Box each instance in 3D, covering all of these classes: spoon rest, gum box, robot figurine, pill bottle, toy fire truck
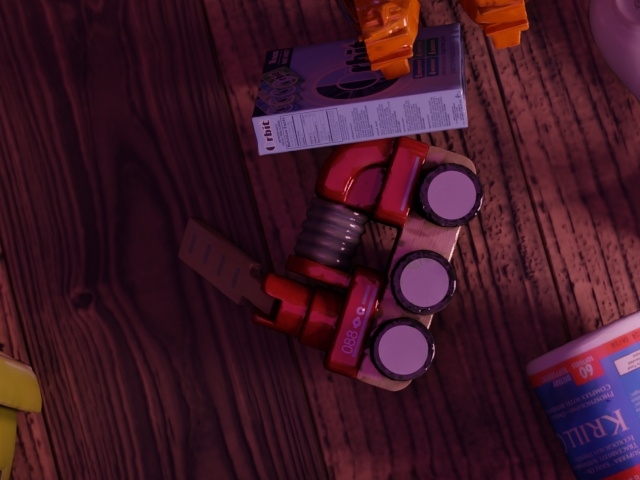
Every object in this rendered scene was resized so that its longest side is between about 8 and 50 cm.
[{"bbox_3d":[0.314,-0.149,1.501,0.137,0.084,0.276,-14,65,22],"label":"spoon rest"},{"bbox_3d":[0.038,-0.137,1.514,0.184,0.157,0.041,-7,118,7],"label":"gum box"},{"bbox_3d":[0.081,-0.287,1.507,0.211,0.085,0.291,-14,55,4],"label":"robot figurine"},{"bbox_3d":[0.278,0.182,1.470,0.124,0.124,0.222,-26,82,6],"label":"pill bottle"},{"bbox_3d":[0.000,0.000,1.527,0.246,0.158,0.217,18,89,-1],"label":"toy fire truck"}]

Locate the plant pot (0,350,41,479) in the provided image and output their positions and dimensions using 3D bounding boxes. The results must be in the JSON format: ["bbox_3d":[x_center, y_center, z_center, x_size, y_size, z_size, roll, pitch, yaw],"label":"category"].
[{"bbox_3d":[-0.389,0.163,1.526,0.227,0.228,0.207,27,83,9],"label":"plant pot"}]
